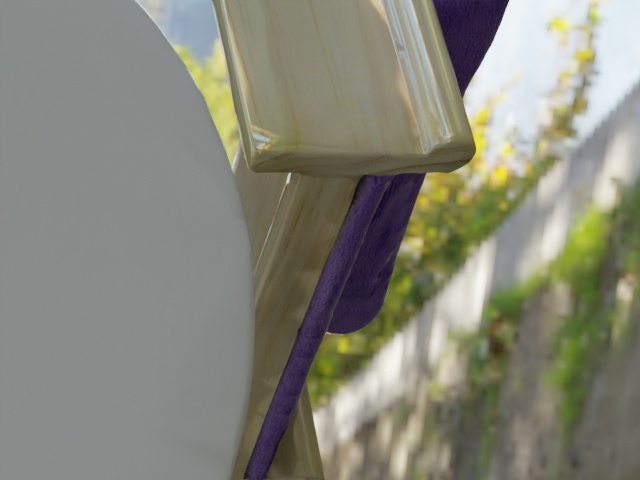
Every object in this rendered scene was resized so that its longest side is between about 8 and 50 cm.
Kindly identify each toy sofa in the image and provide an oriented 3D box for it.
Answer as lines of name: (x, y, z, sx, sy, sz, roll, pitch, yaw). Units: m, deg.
toy sofa: (0.000, 0.000, 1.146, 0.362, 0.177, 0.150, 111, 154, -51)

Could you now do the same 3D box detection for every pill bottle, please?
pill bottle: (-0.215, 0.018, 0.532, 0.392, 0.224, 0.224, 0, 80, 47)
